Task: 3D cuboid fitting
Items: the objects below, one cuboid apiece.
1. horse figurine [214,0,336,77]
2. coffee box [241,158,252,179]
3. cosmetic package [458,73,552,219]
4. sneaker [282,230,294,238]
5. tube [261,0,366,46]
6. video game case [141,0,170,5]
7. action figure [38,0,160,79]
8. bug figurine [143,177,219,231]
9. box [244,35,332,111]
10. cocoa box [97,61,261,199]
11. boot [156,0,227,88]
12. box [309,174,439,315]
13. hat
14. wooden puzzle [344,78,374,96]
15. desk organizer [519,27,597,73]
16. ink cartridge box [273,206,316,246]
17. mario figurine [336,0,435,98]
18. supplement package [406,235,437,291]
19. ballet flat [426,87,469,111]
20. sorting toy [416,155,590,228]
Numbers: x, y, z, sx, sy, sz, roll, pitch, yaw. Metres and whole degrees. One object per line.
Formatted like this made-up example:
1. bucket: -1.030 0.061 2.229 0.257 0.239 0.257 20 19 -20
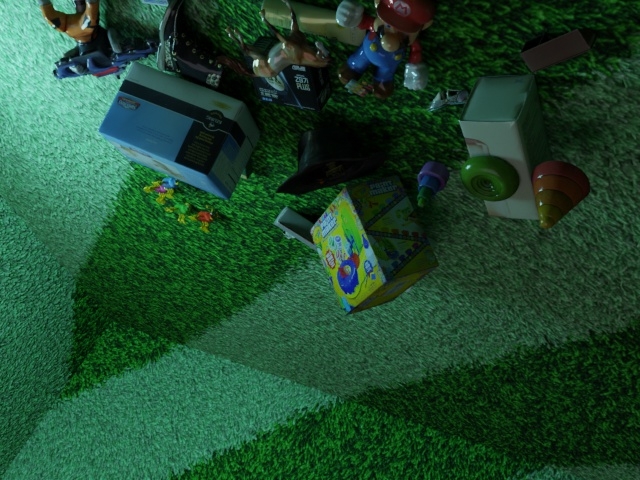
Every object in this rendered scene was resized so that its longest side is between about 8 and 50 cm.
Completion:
1. horse figurine: -0.110 -0.431 1.567 0.263 0.066 0.174 -18 126 34
2. coffee box: -0.270 -0.271 2.116 0.113 0.040 0.184 22 149 13
3. cosmetic package: 0.414 -0.199 1.522 0.129 0.153 0.296 7 142 33
4. sneaker: -0.100 -0.027 2.351 0.037 0.032 0.083 41 148 -19
5. tube: -0.012 -0.488 1.545 0.240 0.070 0.062 17 106 10
6. video game case: -0.427 -0.638 1.719 0.087 0.011 0.122 15 147 23
7. action figure: -0.583 -0.572 1.872 0.341 0.178 0.330 -8 149 4
8. bug figurine: -0.500 -0.145 2.479 0.216 0.072 0.279 7 149 45
9. box: -0.075 -0.406 1.701 0.180 0.077 0.147 16 147 23
10. cocoa box: -0.381 -0.297 1.923 0.347 0.228 0.231 22 171 12
11. boot: -0.318 -0.500 1.775 0.179 0.085 0.236 22 143 -4
12. box: 0.139 0.018 1.930 0.279 0.177 0.290 67 152 16
13. hat: 0.016 -0.222 1.801 0.331 0.331 0.134 -23 81 54
14. wooden puzzle: 0.083 -0.339 1.545 0.049 0.006 0.083 22 167 -13
15. desk organizer: 0.452 -0.372 1.328 0.050 0.047 0.130 46 146 -22
16. ink cartridge box: 0.000 0.000 2.171 0.296 0.066 0.261 33 176 -7
17. mario figurine: 0.128 -0.395 1.433 0.320 0.198 0.170 122 130 -67
18. supplement package: 0.262 0.058 2.092 0.105 0.105 0.179 28 150 8
19. ballet flat: 0.286 -0.321 1.568 0.114 0.041 0.041 -5 136 45
20. sorting toy: 0.362 -0.090 1.458 0.365 0.126 0.127 8 145 31
